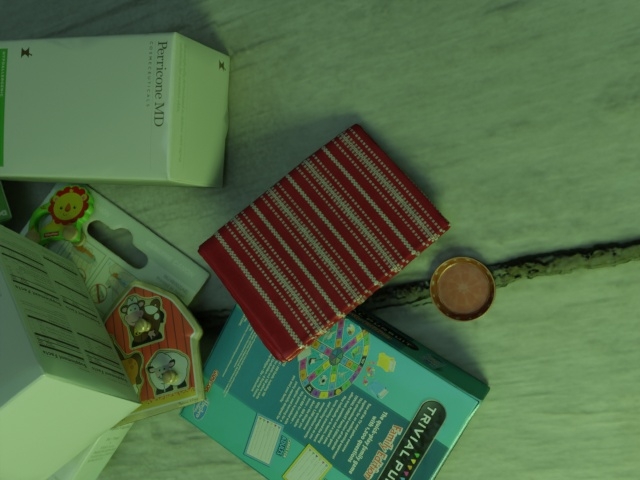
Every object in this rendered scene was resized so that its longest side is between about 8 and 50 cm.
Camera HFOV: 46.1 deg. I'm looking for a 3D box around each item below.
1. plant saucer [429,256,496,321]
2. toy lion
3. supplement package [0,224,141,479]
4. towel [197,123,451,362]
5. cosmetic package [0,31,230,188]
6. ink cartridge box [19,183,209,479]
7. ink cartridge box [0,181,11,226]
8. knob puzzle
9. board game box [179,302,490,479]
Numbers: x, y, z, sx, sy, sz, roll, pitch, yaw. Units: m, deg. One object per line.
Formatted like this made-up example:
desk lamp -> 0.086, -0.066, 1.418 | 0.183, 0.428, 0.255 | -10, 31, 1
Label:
plant saucer -> 0.181, 0.061, 0.956 | 0.083, 0.013, 0.083 | 1, 94, 20
toy lion -> -0.391, -0.037, 1.136 | 0.100, 0.034, 0.096 | -8, 68, 10
supplement package -> -0.411, 0.151, 0.985 | 0.199, 0.198, 0.262 | -38, 60, 4
towel -> 0.000, 0.000, 0.957 | 0.275, 0.031, 0.199 | -39, 72, -4
cosmetic package -> -0.323, -0.176, 1.060 | 0.365, 0.155, 0.197 | 2, 91, 22
ink cartridge box -> -0.378, 0.135, 1.157 | 0.308, 0.091, 0.385 | 33, 87, 16
ink cartridge box -> -0.535, -0.059, 1.172 | 0.109, 0.062, 0.209 | -26, 82, 53
knob puzzle -> -0.251, 0.147, 1.046 | 0.213, 0.030, 0.213 | -6, 75, 24
board game box -> 0.010, 0.213, 0.995 | 0.336, 0.079, 0.254 | 32, 103, 16
